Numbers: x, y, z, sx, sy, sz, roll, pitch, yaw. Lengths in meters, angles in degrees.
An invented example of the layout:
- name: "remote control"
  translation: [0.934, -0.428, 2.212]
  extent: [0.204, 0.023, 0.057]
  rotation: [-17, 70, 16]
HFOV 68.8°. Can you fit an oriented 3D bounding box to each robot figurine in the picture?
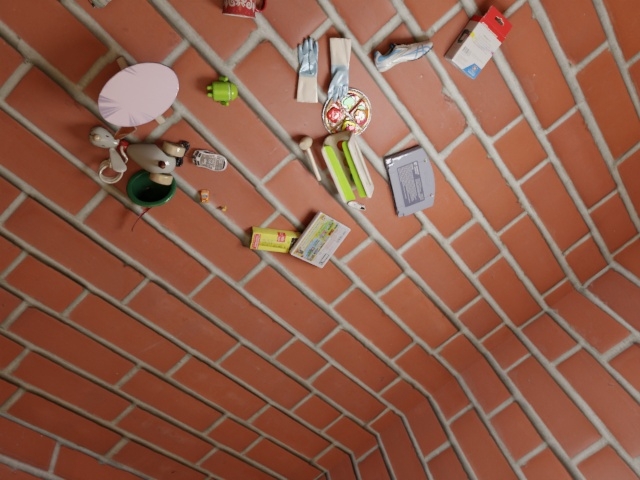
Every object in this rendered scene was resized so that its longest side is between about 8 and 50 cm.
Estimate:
- name: "robot figurine"
  translation: [-0.353, -0.541, 1.695]
  extent: [0.115, 0.067, 0.101]
  rotation: [-4, 111, -12]

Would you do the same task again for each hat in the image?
- name: "hat"
  translation: [-0.665, -0.163, 1.846]
  extent: [0.208, 0.173, 0.184]
  rotation: [-12, 157, -15]

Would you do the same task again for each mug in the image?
- name: "mug"
  translation: [-0.256, -0.835, 1.551]
  extent: [0.113, 0.150, 0.169]
  rotation: [16, 115, 19]

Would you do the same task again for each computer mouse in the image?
- name: "computer mouse"
  translation: [-0.458, -0.316, 1.814]
  extent: [0.192, 0.042, 0.106]
  rotation: [13, 110, -14]

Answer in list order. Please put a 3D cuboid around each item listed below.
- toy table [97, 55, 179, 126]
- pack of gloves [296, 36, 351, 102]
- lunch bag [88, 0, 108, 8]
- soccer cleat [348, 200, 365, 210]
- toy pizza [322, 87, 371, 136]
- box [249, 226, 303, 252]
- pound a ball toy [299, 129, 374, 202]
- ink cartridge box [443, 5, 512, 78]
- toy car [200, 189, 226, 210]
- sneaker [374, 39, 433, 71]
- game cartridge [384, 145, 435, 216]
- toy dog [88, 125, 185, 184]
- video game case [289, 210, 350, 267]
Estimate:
- name: "toy table"
  translation: [-0.609, -0.501, 1.591]
  extent: [0.274, 0.161, 0.252]
  rotation: [-20, 117, -5]
- name: "pack of gloves"
  translation: [0.010, -0.638, 1.757]
  extent: [0.194, 0.046, 0.232]
  rotation: [2, 116, -2]
- name: "lunch bag"
  translation: [-0.636, -0.873, 1.368]
  extent: [0.305, 0.213, 0.256]
  rotation: [-34, 138, 7]
- name: "soccer cleat"
  translation: [0.161, -0.152, 2.059]
  extent: [0.083, 0.036, 0.029]
  rotation: [16, 114, -22]
- name: "toy pizza"
  translation: [0.108, -0.498, 1.854]
  extent: [0.201, 0.032, 0.201]
  rotation: [-6, 120, -10]
- name: "box"
  translation: [-0.189, 0.000, 2.045]
  extent: [0.232, 0.058, 0.087]
  rotation: [8, 117, -18]
- name: "pound a ball toy"
  translation: [0.072, -0.315, 1.911]
  extent: [0.208, 0.136, 0.319]
  rotation: [-10, 127, 24]
- name: "ink cartridge box"
  translation: [0.606, -0.763, 1.800]
  extent: [0.134, 0.078, 0.231]
  rotation: [28, 109, -26]
- name: "toy car"
  translation: [-0.434, -0.161, 1.905]
  extent: [0.122, 0.040, 0.060]
  rotation: [17, 113, -21]
- name: "sneaker"
  translation: [0.314, -0.711, 1.758]
  extent: [0.237, 0.085, 0.086]
  rotation: [-22, 114, -5]
- name: "game cartridge"
  translation: [0.400, -0.259, 2.050]
  extent: [0.195, 0.060, 0.294]
  rotation: [-18, 122, 1]
- name: "toy dog"
  translation: [-0.659, -0.306, 1.674]
  extent: [0.333, 0.161, 0.220]
  rotation: [-1, 104, -10]
- name: "video game case"
  translation: [0.000, 0.000, 2.070]
  extent: [0.206, 0.026, 0.227]
  rotation: [27, 104, -42]
